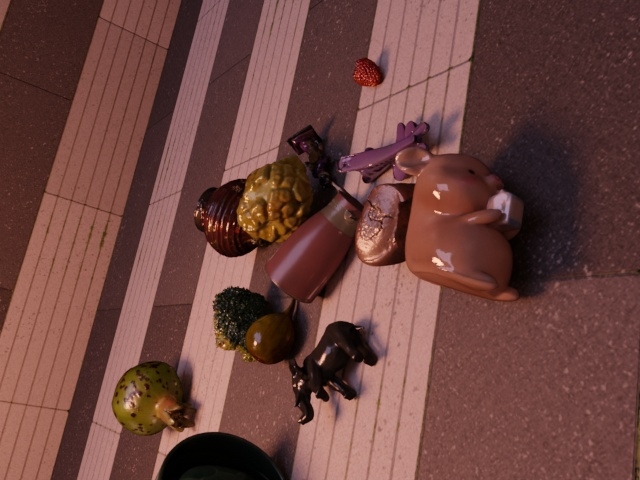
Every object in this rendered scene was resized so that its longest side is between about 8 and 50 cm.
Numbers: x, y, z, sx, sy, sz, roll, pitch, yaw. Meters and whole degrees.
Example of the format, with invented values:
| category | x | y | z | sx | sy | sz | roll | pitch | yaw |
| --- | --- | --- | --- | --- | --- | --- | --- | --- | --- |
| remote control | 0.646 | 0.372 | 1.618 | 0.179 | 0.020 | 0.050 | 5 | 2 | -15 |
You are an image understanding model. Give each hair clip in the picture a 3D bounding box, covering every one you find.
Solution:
| category | x | y | z | sx | sy | sz | roll | pitch | yaw |
| --- | --- | --- | --- | --- | --- | --- | --- | --- | --- |
| hair clip | 0.157 | -0.198 | 1.425 | 0.278 | 0.090 | 0.137 | -11 | 67 | 50 |

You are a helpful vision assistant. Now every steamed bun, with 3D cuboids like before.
| category | x | y | z | sx | sy | sz | roll | pitch | yaw |
| --- | --- | --- | --- | --- | --- | --- | --- | --- | --- |
| steamed bun | 0.155 | -0.031 | 1.270 | 0.106 | 0.145 | 0.175 | 24 | 107 | 40 |

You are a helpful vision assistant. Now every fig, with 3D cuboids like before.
| category | x | y | z | sx | sy | sz | roll | pitch | yaw |
| --- | --- | --- | --- | --- | --- | --- | --- | --- | --- |
| fig | -0.101 | 0.204 | 1.603 | 0.124 | 0.124 | 0.236 | -23 | 32 | 51 |

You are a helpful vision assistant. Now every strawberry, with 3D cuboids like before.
| category | x | y | z | sx | sy | sz | roll | pitch | yaw |
| --- | --- | --- | --- | --- | --- | --- | --- | --- | --- |
| strawberry | 0.125 | -0.428 | 1.624 | 0.083 | 0.073 | 0.073 | 34 | 106 | 21 |

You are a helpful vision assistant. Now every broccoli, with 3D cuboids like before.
| category | x | y | z | sx | sy | sz | roll | pitch | yaw |
| --- | --- | --- | --- | --- | --- | --- | --- | --- | --- |
| broccoli | -0.219 | 0.237 | 1.701 | 0.194 | 0.194 | 0.219 | -47 | 68 | 33 |

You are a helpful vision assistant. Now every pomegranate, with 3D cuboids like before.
| category | x | y | z | sx | sy | sz | roll | pitch | yaw |
| --- | --- | --- | --- | --- | --- | --- | --- | --- | --- |
| pomegranate | -0.505 | 0.489 | 1.976 | 0.286 | 0.231 | 0.231 | -8 | 63 | 24 |

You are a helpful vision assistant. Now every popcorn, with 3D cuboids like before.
| category | x | y | z | sx | sy | sz | roll | pitch | yaw |
| --- | --- | --- | --- | --- | --- | --- | --- | --- | --- |
| popcorn | -0.116 | -0.104 | 1.646 | 0.235 | 0.181 | 0.216 | 130 | 156 | -52 |

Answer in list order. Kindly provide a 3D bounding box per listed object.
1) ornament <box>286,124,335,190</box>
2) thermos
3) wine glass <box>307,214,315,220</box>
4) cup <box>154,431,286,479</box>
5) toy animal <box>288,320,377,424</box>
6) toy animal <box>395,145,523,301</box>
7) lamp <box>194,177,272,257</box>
| category | x | y | z | sx | sy | sz | roll | pitch | yaw |
| --- | --- | --- | --- | --- | --- | --- | --- | --- | --- |
| ornament | -0.004 | -0.216 | 1.698 | 0.081 | 0.088 | 0.203 | -38 | 52 | 7 |
| thermos | 0.000 | 0.000 | 1.510 | 0.265 | 0.146 | 0.176 | -52 | 23 | 12 |
| wine glass | -0.013 | -0.022 | 1.629 | 0.042 | 0.039 | 0.083 | -31 | 51 | 31 |
| cup | -0.261 | 0.688 | 1.375 | 0.392 | 0.310 | 0.401 | -58 | 31 | 29 |
| toy animal | 0.019 | 0.282 | 1.359 | 0.245 | 0.114 | 0.146 | -46 | 40 | -2 |
| toy animal | 0.243 | -0.032 | 1.094 | 0.213 | 0.195 | 0.256 | -4 | 67 | 48 |
| lamp | -0.234 | -0.064 | 1.823 | 0.247 | 0.247 | 0.247 | -33 | 47 | 45 |
